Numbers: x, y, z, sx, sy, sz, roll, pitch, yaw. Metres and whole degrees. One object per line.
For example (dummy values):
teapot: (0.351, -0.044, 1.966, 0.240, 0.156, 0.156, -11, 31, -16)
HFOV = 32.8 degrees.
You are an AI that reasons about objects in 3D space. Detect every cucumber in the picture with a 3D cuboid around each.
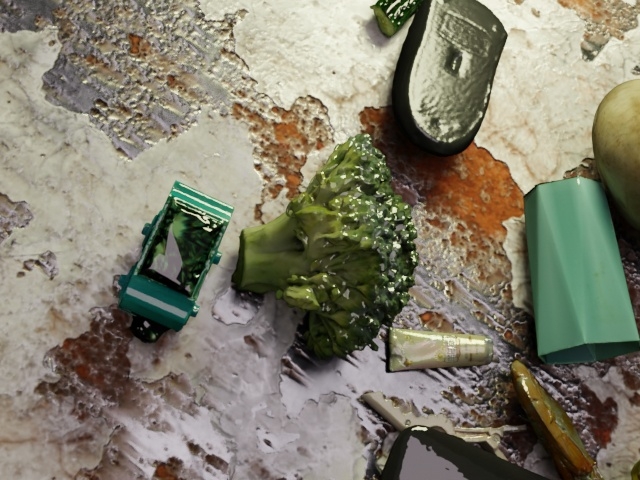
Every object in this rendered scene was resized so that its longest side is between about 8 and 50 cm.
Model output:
cucumber: (0.148, -0.373, 1.581, 0.058, 0.058, 0.187, 45, 70, 3)

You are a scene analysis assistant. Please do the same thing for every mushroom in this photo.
mushroom: (0.471, -0.103, 1.475, 0.184, 0.255, 0.255, -30, 82, -6)

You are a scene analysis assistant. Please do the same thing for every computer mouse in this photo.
computer mouse: (0.171, -0.224, 1.526, 0.137, 0.086, 0.269, 25, 63, -13)

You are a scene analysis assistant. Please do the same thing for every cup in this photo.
cup: (0.340, 0.041, 1.469, 0.148, 0.134, 0.235, -3, 71, -16)

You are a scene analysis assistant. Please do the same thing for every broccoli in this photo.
broccoli: (0.000, 0.000, 1.375, 0.246, 0.288, 0.248, -4, 113, 2)

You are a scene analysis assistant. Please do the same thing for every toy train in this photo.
toy train: (-0.181, 0.027, 1.349, 0.107, 0.154, 0.198, 24, 70, -7)

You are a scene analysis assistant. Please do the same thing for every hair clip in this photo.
hair clip: (0.156, 0.249, 1.416, 0.226, 0.034, 0.072, 14, 73, -7)

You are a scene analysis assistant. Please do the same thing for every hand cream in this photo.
hand cream: (0.160, 0.143, 1.448, 0.143, 0.039, 0.061, 1, 76, -6)

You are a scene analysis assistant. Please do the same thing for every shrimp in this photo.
shrimp: (0.303, 0.253, 1.407, 0.051, 0.115, 0.217, -32, 86, 17)

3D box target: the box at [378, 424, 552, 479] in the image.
box: (0.182, 0.405, 1.347, 0.290, 0.073, 0.289, 23, 76, -4)

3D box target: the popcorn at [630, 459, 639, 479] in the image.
popcorn: (0.455, 0.370, 1.376, 0.189, 0.169, 0.218, 33, 34, 5)
